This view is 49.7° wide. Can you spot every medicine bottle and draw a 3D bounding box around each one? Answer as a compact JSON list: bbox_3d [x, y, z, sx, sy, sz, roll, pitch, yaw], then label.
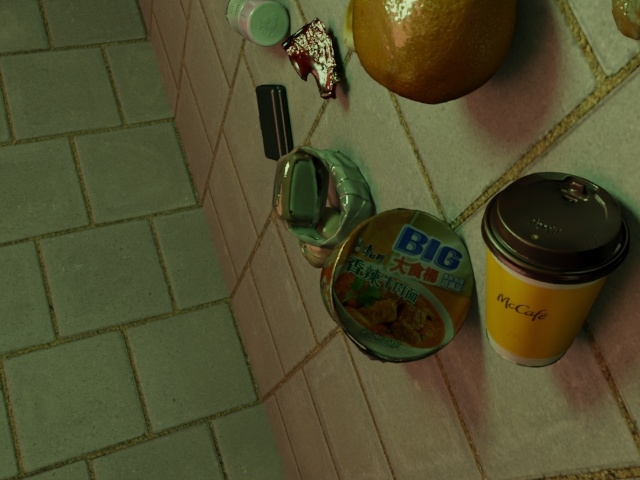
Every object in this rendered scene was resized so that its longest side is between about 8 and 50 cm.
[{"bbox_3d":[-0.174,-0.616,1.917,0.168,0.135,0.135,-131,34,-52],"label":"medicine bottle"}]

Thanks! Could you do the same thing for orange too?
[{"bbox_3d":[0.174,-0.341,1.054,0.264,0.264,0.264,167,90,-69],"label":"orange"}]

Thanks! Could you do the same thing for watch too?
[{"bbox_3d":[0.011,-0.104,1.697,0.241,0.161,0.254,7,92,46],"label":"watch"}]

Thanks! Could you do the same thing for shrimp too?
[{"bbox_3d":[0.386,-0.322,0.802,0.184,0.043,0.091,100,153,-47],"label":"shrimp"}]

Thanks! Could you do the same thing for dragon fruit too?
[{"bbox_3d":[-0.004,-0.425,1.636,0.092,0.122,0.192,-37,65,51],"label":"dragon fruit"}]

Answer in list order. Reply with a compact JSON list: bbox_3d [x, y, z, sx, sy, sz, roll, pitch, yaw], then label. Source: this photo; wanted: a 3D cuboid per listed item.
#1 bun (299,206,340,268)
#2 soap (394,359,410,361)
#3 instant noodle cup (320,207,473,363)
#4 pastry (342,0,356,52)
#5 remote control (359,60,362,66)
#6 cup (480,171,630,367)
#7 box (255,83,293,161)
[{"bbox_3d":[0.000,0.000,1.874,0.166,0.113,0.173,-140,44,-57],"label":"bun"},{"bbox_3d":[0.166,0.186,1.624,0.140,0.073,0.232,96,152,-44],"label":"soap"},{"bbox_3d":[0.134,0.088,1.393,0.214,0.296,0.297,171,86,-77],"label":"instant noodle cup"},{"bbox_3d":[0.108,-0.425,1.317,0.156,0.092,0.157,-37,39,38],"label":"pastry"},{"bbox_3d":[0.141,-0.382,1.395,0.233,0.038,0.098,-137,40,-57],"label":"remote control"},{"bbox_3d":[0.323,0.052,1.010,0.280,0.196,0.196,88,157,-44],"label":"cup"},{"bbox_3d":[-0.139,-0.357,2.100,0.160,0.050,0.231,-154,53,-63],"label":"box"}]
